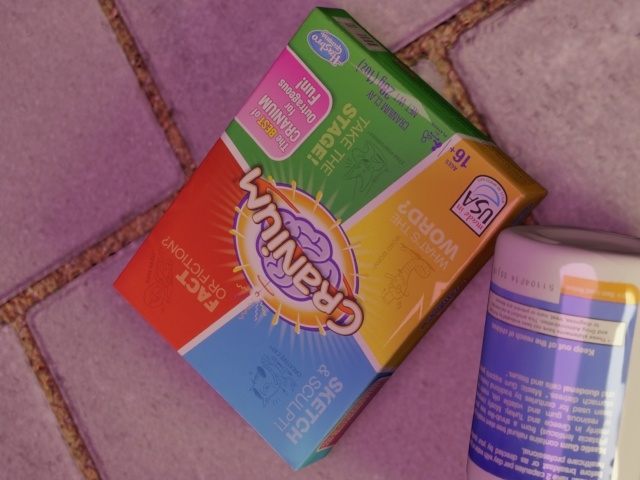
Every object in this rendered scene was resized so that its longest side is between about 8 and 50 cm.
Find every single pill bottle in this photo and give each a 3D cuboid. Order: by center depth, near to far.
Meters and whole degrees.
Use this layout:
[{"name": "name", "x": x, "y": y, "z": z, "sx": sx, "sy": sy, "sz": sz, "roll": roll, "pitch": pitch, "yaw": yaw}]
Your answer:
[{"name": "pill bottle", "x": 0.193, "y": 0.133, "z": 1.175, "sx": 0.152, "sy": 0.152, "sz": 0.272, "roll": 11, "pitch": 99, "yaw": 23}]

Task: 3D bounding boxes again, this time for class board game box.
[{"name": "board game box", "x": 0.000, "y": 0.000, "z": 1.298, "sx": 0.242, "sy": 0.064, "sz": 0.316, "roll": 43, "pitch": 110, "yaw": 15}]
